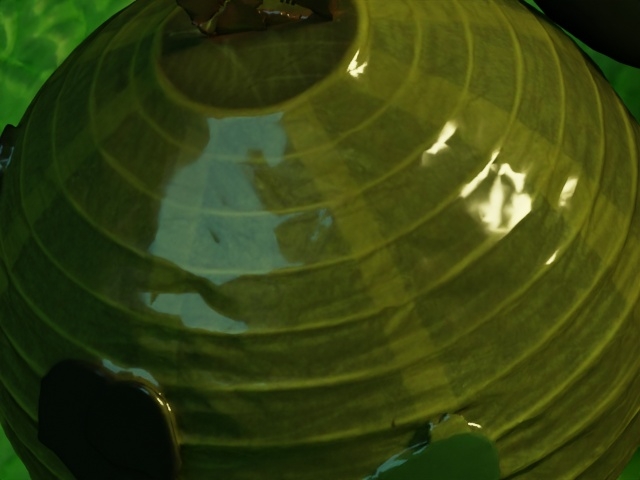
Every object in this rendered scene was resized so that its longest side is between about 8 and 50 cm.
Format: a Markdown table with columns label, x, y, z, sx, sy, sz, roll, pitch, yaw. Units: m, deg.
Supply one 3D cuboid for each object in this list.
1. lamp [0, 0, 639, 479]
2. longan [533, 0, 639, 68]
| label | x | y | z | sx | sy | sz | roll | pitch | yaw |
| --- | --- | --- | --- | --- | --- | --- | --- | --- | --- |
| lamp | 0.000 | 0.000 | 0.647 | 0.250 | 0.284 | 0.250 | -5 | 47 | 6 |
| longan | 0.155 | -0.157 | 0.660 | 0.198 | 0.198 | 0.212 | 28 | 69 | 42 |
